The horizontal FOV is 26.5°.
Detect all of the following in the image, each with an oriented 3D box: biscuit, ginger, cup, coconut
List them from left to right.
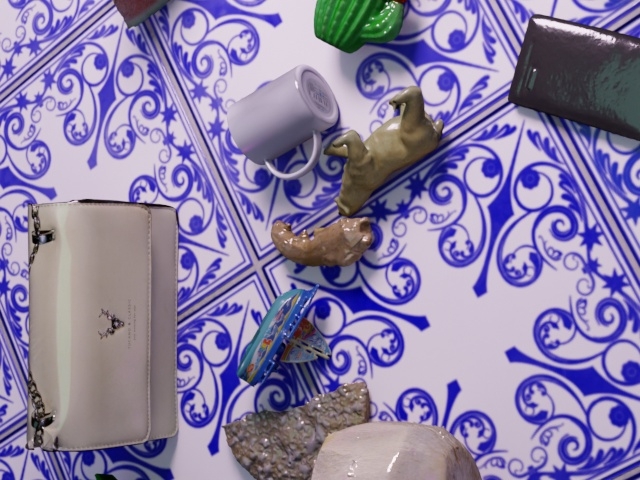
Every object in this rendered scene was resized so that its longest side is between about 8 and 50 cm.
[{"bbox_3d":[-0.044,-0.162,1.925,0.133,0.099,0.136,-28,98,27],"label":"cup"},{"bbox_3d":[-0.025,0.291,1.933,0.250,0.032,0.133,-21,79,29],"label":"biscuit"},{"bbox_3d":[-0.001,0.003,1.915,0.173,0.051,0.069,-1,85,30],"label":"ginger"},{"bbox_3d":[0.083,0.339,1.755,0.230,0.227,0.227,-8,85,26],"label":"coconut"}]

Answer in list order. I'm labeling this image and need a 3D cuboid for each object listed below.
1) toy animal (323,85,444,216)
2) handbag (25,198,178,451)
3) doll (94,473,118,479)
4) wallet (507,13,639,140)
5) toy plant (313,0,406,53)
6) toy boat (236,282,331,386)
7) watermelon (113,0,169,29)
[{"bbox_3d":[0.080,-0.120,1.855,0.218,0.103,0.101,-35,95,22],"label":"toy animal"},{"bbox_3d":[-0.326,0.122,2.005,0.160,0.236,0.358,-1,88,34],"label":"handbag"},{"bbox_3d":[-0.256,0.414,2.031,0.186,0.106,0.134,-7,74,32],"label":"doll"},{"bbox_3d":[0.357,-0.203,1.711,0.244,0.025,0.124,21,99,31],"label":"wallet"},{"bbox_3d":[0.055,-0.377,1.866,0.154,0.088,0.240,3,90,33],"label":"toy plant"},{"bbox_3d":[-0.035,0.140,1.927,0.110,0.091,0.175,28,102,-5],"label":"toy boat"},{"bbox_3d":[-0.241,-0.415,2.023,0.207,0.202,0.136,-20,118,32],"label":"watermelon"}]
